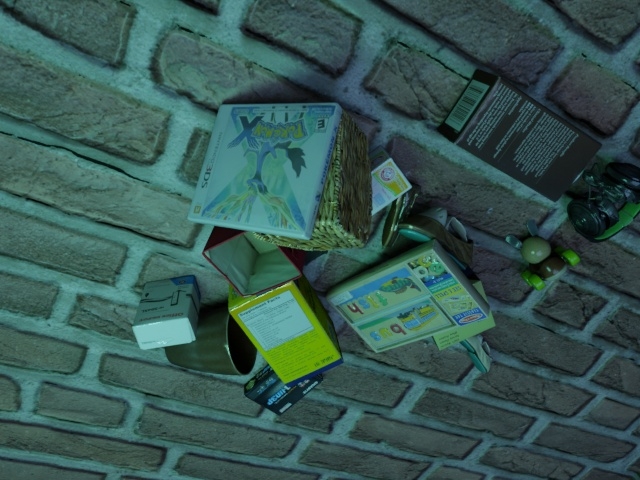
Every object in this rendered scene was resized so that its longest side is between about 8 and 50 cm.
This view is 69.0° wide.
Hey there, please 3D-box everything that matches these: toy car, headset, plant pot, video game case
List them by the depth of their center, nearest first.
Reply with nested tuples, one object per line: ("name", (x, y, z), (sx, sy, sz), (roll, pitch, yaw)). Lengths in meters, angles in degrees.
("video game case", (-0.133, -0.167, 1.045), (0.036, 0.330, 0.299), (29, 72, -60))
("headset", (0.848, -0.106, 1.341), (0.395, 0.185, 0.243), (23, 113, -41))
("plant pot", (-0.338, 0.308, 1.400), (0.231, 0.215, 0.215), (-10, 122, 12))
("toy car", (0.681, 0.035, 1.476), (0.155, 0.149, 0.188), (-40, 90, 9))

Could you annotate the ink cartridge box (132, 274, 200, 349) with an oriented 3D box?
("ink cartridge box", (-0.424, 0.196, 1.305), (0.149, 0.203, 0.085), (-9, 121, -5))

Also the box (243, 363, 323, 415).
("box", (-0.130, 0.495, 1.616), (0.220, 0.051, 0.175), (-42, 118, 14))

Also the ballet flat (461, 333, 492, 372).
("ballet flat", (0.551, 0.374, 1.660), (0.086, 0.086, 0.248), (-32, 121, 9))

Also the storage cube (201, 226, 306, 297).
("storage cube", (-0.158, 0.002, 1.222), (0.215, 0.193, 0.183), (-24, 122, 22))

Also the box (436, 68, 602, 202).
("box", (0.528, -0.275, 1.243), (0.382, 0.143, 0.191), (24, 112, -20))

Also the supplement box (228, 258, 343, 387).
("supplement box", (-0.100, 0.228, 1.386), (0.194, 0.195, 0.356), (-26, 121, 5))

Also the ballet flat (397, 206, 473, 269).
("ballet flat", (0.349, -0.022, 1.351), (0.343, 0.116, 0.124), (27, 83, -38))

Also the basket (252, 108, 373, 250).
("basket", (-0.009, -0.127, 1.116), (0.223, 0.298, 0.213), (-7, 162, 26))

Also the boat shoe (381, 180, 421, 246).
("boat shoe", (0.233, -0.070, 1.343), (0.073, 0.073, 0.206), (9, 118, -12))

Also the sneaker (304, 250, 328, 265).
("sneaker", (0.000, 0.001, 1.359), (0.170, 0.051, 0.089), (-32, 120, 14))

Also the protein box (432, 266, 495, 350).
("protein box", (0.420, 0.206, 1.497), (0.200, 0.136, 0.201), (-26, 119, 5))

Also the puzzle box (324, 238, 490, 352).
("puzzle box", (0.243, 0.183, 1.374), (0.409, 0.052, 0.272), (-30, 110, 38))

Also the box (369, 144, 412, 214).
("box", (0.124, -0.144, 1.264), (0.203, 0.103, 0.114), (-35, 120, 10))
